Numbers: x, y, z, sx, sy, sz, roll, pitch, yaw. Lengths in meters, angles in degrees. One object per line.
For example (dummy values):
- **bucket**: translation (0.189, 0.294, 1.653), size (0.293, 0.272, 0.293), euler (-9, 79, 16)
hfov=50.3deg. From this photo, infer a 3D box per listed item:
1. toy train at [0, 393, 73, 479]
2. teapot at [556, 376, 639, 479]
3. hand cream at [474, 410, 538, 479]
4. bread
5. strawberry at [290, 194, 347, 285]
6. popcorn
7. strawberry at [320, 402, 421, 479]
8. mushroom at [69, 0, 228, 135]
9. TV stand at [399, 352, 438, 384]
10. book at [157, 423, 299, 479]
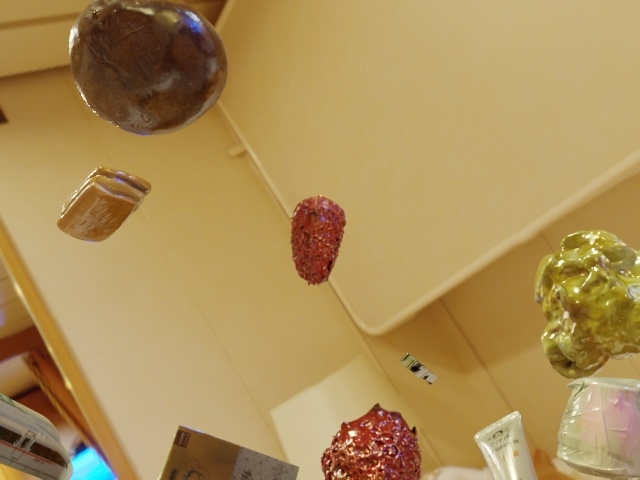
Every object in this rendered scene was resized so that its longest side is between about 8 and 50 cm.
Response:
- **toy train**: translation (-0.493, 0.289, 1.050), size (0.088, 0.086, 0.407), euler (-57, -30, -20)
- **teapot**: translation (0.530, 0.327, 1.197), size (0.163, 0.178, 0.221), euler (10, -6, -31)
- **hand cream**: translation (0.479, 0.563, 1.673), size (0.139, 0.089, 0.314), euler (-37, 26, 16)
- **bread**: translation (-0.424, -0.066, 1.330), size (0.116, 0.077, 0.200), euler (26, -41, -32)
- **strawberry**: translation (0.000, 0.000, 1.405), size (0.121, 0.188, 0.082), euler (-1, -1, -11)
- **popcorn**: translation (0.674, 0.149, 1.640), size (0.292, 0.293, 0.334), euler (93, -169, -47)
- **strawberry**: translation (0.095, 0.410, 1.203), size (0.186, 0.184, 0.201), euler (-14, 30, 1)
- **mushroom**: translation (-0.389, -0.394, 1.515), size (0.345, 0.345, 0.239), euler (-36, -11, 21)
- **TV stand**: translation (0.284, 0.370, 1.943), size (0.036, 0.042, 0.249), euler (-49, -33, -1)
- **book**: translation (-0.257, 0.690, 1.856), size (0.032, 0.388, 0.269), euler (-30, 39, 58)
